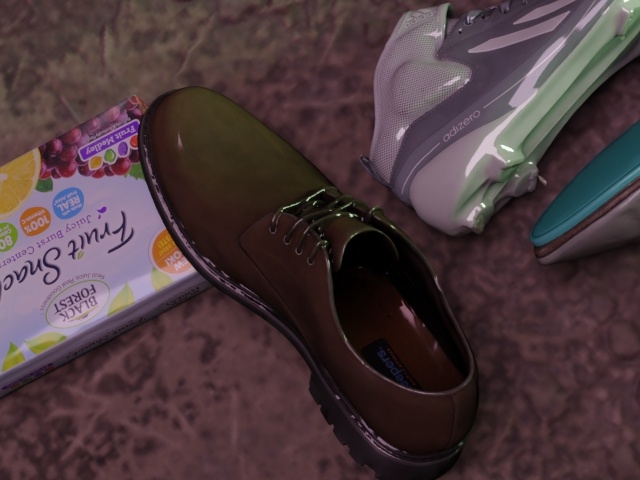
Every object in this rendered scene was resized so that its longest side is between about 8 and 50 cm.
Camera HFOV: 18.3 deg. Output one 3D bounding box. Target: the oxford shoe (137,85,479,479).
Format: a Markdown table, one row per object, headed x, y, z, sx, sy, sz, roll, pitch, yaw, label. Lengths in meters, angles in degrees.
| x | y | z | sx | sy | sz | roll | pitch | yaw | label |
| --- | --- | --- | --- | --- | --- | --- | --- | --- | --- |
| 0.000 | 0.000 | 0.926 | 0.083 | 0.096 | 0.227 | -34 | 71 | -28 | oxford shoe |

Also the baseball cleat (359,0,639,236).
| x | y | z | sx | sy | sz | roll | pitch | yaw | label |
| --- | --- | --- | --- | --- | --- | --- | --- | --- | --- |
| 0.099 | -0.102 | 0.945 | 0.109 | 0.072 | 0.206 | 40 | 87 | 26 | baseball cleat |

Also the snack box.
| x | y | z | sx | sy | sz | roll | pitch | yaw | label |
| --- | --- | --- | --- | --- | --- | --- | --- | --- | --- |
| -0.130 | 0.005 | 1.000 | 0.141 | 0.037 | 0.100 | -28 | 73 | 8 | snack box |

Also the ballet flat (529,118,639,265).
| x | y | z | sx | sy | sz | roll | pitch | yaw | label |
| --- | --- | --- | --- | --- | --- | --- | --- | --- | --- |
| 0.189 | -0.053 | 0.914 | 0.068 | 0.072 | 0.213 | 42 | 94 | -11 | ballet flat |
